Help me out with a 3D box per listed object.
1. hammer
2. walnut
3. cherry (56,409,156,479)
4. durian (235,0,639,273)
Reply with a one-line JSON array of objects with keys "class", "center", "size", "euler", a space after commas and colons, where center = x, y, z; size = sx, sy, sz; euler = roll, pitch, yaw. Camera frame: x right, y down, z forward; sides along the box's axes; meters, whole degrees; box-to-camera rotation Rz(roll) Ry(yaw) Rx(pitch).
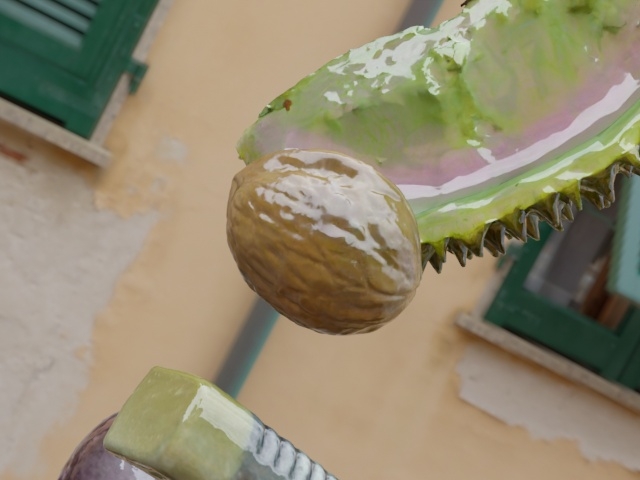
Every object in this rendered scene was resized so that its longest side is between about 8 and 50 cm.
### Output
[{"class": "hammer", "center": [0.017, 0.130, 0.516], "size": [0.226, 0.041, 0.159], "euler": [42, -25, -26]}, {"class": "walnut", "center": [0.000, 0.000, 0.730], "size": [0.124, 0.105, 0.105], "euler": [36, 6, 2]}, {"class": "cherry", "center": [-0.173, 0.264, 1.303], "size": [0.183, 0.266, 0.213], "euler": [40, -18, 26]}, {"class": "durian", "center": [0.122, -0.088, 0.805], "size": [0.169, 0.356, 0.157], "euler": [57, 10, -4]}]
